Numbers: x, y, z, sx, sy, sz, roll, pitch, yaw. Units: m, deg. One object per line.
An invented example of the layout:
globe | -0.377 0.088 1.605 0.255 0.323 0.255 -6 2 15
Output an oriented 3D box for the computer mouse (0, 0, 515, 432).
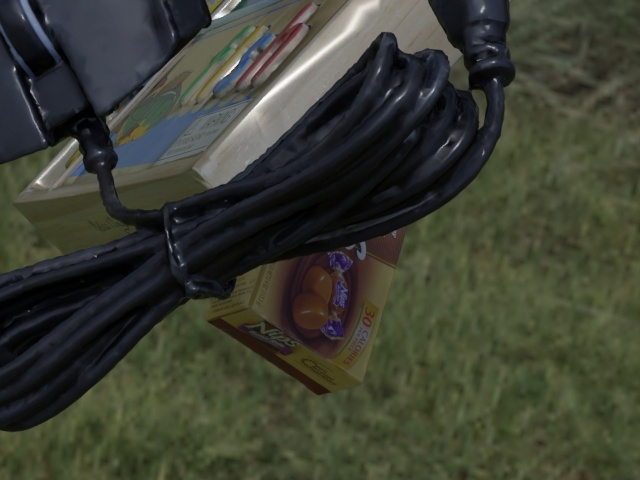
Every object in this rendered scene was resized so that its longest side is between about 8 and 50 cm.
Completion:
computer mouse | -0.052 -0.088 0.503 0.184 0.060 0.262 -25 50 13

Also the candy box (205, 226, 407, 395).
candy box | 0.000 0.000 1.268 0.109 0.053 0.186 36 56 -29

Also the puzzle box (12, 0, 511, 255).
puzzle box | -0.012 -0.105 0.915 0.052 0.272 0.409 46 -15 -14
